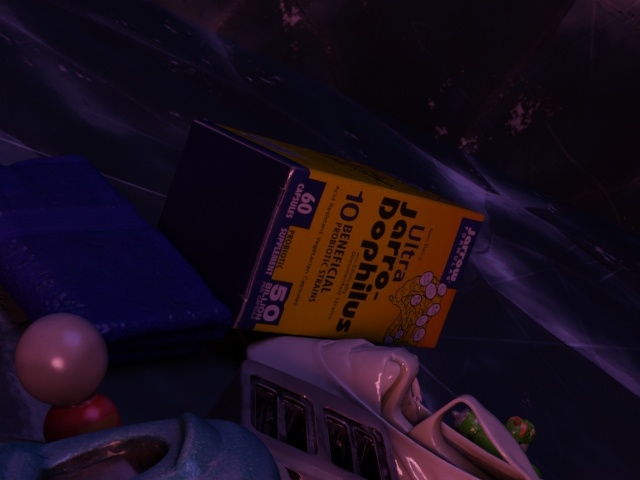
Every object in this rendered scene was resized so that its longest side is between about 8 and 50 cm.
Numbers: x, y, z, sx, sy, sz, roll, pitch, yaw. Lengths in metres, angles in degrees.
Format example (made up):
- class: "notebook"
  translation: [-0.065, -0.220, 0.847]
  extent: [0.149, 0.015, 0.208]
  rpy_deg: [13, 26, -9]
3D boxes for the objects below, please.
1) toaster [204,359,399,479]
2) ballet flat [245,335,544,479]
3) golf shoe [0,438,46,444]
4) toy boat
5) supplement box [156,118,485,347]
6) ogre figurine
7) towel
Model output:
- class: "toaster"
  translation: [-0.025, 0.210, 1.013]
  extent: [0.168, 0.110, 0.186]
  rpy_deg: [27, 19, -14]
- class: "ballet flat"
  translation: [0.100, 0.196, 1.211]
  extent: [0.400, 0.139, 0.139]
  rpy_deg: [37, 20, 17]
- class: "golf shoe"
  translation: [-0.265, 0.163, 0.839]
  extent: [0.176, 0.069, 0.086]
  rpy_deg: [11, 21, -49]
- class: "toy boat"
  translation: [-0.160, 0.150, 0.708]
  extent: [0.267, 0.148, 0.318]
  rpy_deg: [-15, 13, -7]
- class: "supplement box"
  translation: [0.000, 0.000, 1.387]
  extent: [0.356, 0.194, 0.195]
  rpy_deg: [10, 13, -46]
- class: "ogre figurine"
  translation: [0.222, 0.259, 1.307]
  extent: [0.118, 0.097, 0.197]
  rpy_deg: [37, 24, -48]
- class: "towel"
  translation: [-0.263, 0.020, 1.202]
  extent: [0.308, 0.076, 0.227]
  rpy_deg: [43, 29, 29]
